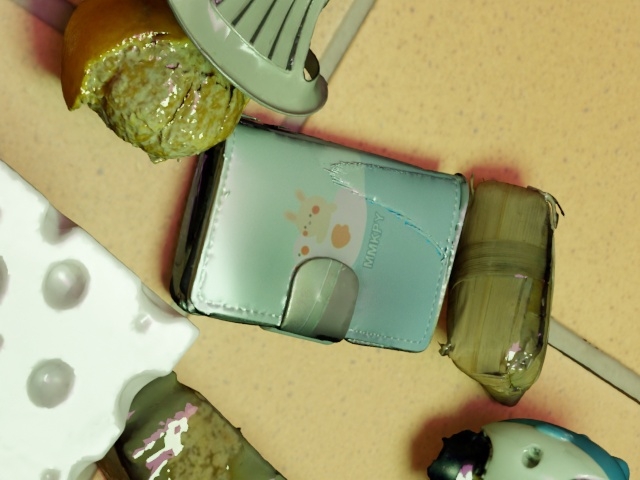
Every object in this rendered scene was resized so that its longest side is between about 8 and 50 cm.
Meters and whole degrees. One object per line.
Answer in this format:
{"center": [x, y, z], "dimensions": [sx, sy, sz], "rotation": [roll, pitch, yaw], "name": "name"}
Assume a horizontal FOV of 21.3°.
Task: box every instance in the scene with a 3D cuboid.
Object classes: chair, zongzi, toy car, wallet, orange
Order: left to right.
{"center": [-0.130, -0.128, 1.317], "dimensions": [0.156, 0.157, 0.134], "rotation": [29, 129, -32], "name": "orange"}
{"center": [-0.020, -0.251, 1.317], "dimensions": [0.203, 0.190, 0.275], "rotation": [38, 89, -31], "name": "chair"}
{"center": [0.000, 0.000, 1.462], "dimensions": [0.250, 0.075, 0.176], "rotation": [13, 92, -31], "name": "wallet"}
{"center": [0.175, 0.055, 1.579], "dimensions": [0.197, 0.099, 0.194], "rotation": [51, 47, -68], "name": "zongzi"}
{"center": [0.200, 0.286, 1.591], "dimensions": [0.190, 0.188, 0.255], "rotation": [-6, 112, -57], "name": "toy car"}

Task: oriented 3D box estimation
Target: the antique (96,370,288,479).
{"center": [-0.098, 0.219, 1.430], "dimensions": [0.150, 0.125, 0.284], "rotation": [-44, 119, -18], "name": "antique"}

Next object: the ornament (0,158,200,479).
{"center": [-0.281, 0.062, 1.219], "dimensions": [0.240, 0.239, 0.240], "rotation": [44, 80, -30], "name": "ornament"}
